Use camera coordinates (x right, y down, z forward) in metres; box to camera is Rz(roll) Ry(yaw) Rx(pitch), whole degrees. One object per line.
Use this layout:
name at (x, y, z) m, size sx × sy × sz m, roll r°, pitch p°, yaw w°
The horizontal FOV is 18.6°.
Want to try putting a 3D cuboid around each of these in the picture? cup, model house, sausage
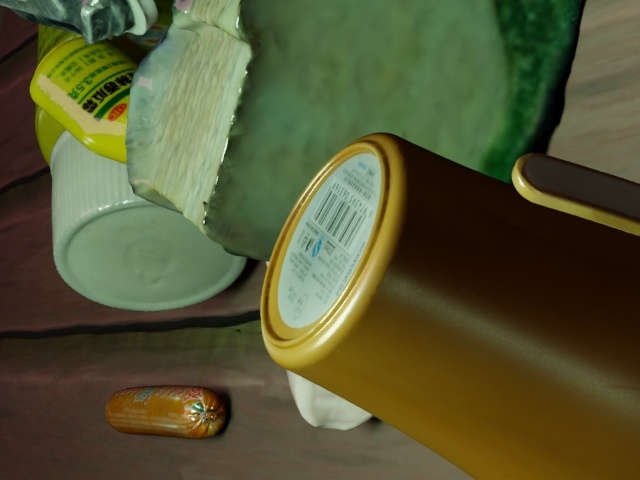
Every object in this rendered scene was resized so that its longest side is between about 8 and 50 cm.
cup at (0.122, 0.043, 1.018) m, size 0.226 × 0.264 × 0.182 m, roll -43°, pitch 31°, yaw 42°
model house at (-0.002, -0.138, 1.390) m, size 0.284 × 0.243 × 0.298 m, roll 26°, pitch 97°, yaw 61°
sausage at (-0.163, 0.175, 2.003) m, size 0.348 × 0.053 × 0.053 m, roll 169°, pitch 111°, yaw -69°

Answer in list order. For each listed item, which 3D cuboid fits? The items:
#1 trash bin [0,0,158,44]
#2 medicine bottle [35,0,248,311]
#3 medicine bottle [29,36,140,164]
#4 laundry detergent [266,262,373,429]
trash bin at (-0.180, -0.382, 1.822) m, size 0.368 × 0.255 × 0.296 m, roll -41°, pitch 30°, yaw -19°
medicine bottle at (-0.172, -0.136, 1.945) m, size 0.224 × 0.224 × 0.384 m, roll 123°, pitch 149°, yaw -47°
medicine bottle at (-0.155, -0.094, 1.740) m, size 0.260 × 0.095 × 0.064 m, roll 41°, pitch 153°, yaw 32°
laundry detergent at (0.000, 0.000, 1.603) m, size 0.335 × 0.088 × 0.159 m, roll -105°, pitch 31°, yaw -53°
